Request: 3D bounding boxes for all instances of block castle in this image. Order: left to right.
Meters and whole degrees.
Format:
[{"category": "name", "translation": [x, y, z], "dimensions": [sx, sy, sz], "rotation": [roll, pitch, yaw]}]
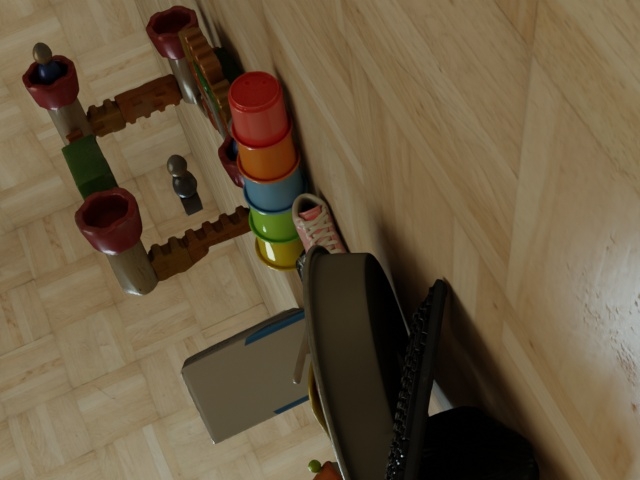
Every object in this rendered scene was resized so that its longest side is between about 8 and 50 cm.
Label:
[{"category": "block castle", "translation": [-0.248, -0.165, 1.546], "dimensions": [0.213, 0.303, 0.453], "rotation": [74, 168, -45]}]

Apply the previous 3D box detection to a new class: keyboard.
[{"category": "keyboard", "translation": [0.073, 0.130, 0.834], "dimensions": [0.108, 0.023, 0.180], "rotation": [97, -174, -60]}]

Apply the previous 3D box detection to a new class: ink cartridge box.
[{"category": "ink cartridge box", "translation": [-0.128, 0.268, 2.163], "dimensions": [0.395, 0.285, 0.166], "rotation": [155, 91, -84]}]

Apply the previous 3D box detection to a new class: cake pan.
[{"category": "cake pan", "translation": [0.055, 0.139, 0.993], "dimensions": [0.293, 0.054, 0.293], "rotation": [-16, -90, -80]}]

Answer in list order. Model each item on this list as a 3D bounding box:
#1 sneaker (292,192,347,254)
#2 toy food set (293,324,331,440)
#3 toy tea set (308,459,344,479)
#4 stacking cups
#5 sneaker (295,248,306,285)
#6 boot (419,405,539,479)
[{"category": "sneaker", "translation": [0.000, 0.000, 1.267], "dimensions": [0.070, 0.051, 0.134], "rotation": [67, 179, -59]}, {"category": "toy food set", "translation": [0.042, 0.218, 1.544], "dimensions": [0.218, 0.071, 0.128], "rotation": [60, -143, -39]}, {"category": "toy tea set", "translation": [0.101, 0.445, 1.560], "dimensions": [0.200, 0.124, 0.336], "rotation": [41, 177, 43]}, {"category": "stacking cups", "translation": [-0.060, -0.078, 1.305], "dimensions": [0.316, 0.096, 0.096], "rotation": [79, 165, -58]}, {"category": "sneaker", "translation": [0.011, 0.073, 1.311], "dimensions": [0.228, 0.086, 0.132], "rotation": [-137, 26, -75]}, {"category": "boot", "translation": [0.148, 0.261, 0.847], "dimensions": [0.246, 0.094, 0.207], "rotation": [-117, 7, -86]}]
